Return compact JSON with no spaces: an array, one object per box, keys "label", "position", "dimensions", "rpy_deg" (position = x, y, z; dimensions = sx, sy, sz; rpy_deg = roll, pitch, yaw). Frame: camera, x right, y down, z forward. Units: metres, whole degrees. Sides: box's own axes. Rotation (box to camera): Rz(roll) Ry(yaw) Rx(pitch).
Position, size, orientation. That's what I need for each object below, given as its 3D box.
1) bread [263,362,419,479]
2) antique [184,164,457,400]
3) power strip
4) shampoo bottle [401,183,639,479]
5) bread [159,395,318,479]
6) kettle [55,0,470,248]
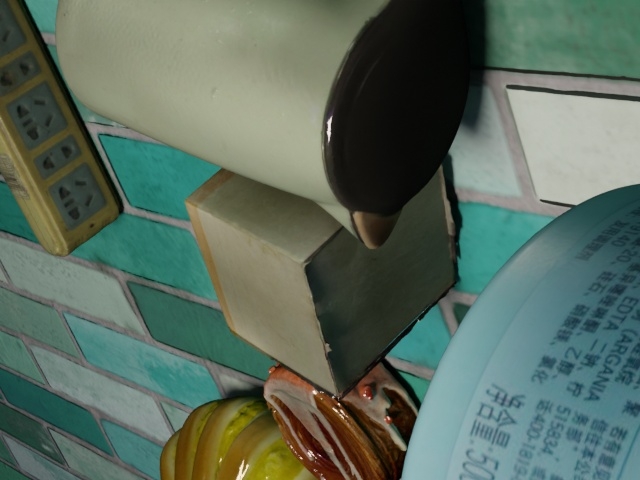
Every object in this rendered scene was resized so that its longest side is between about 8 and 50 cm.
[{"label":"bread","position":[0.022,0.161,1.169],"dimensions":[0.160,0.073,0.160],"rpy_deg":[38,151,26]},{"label":"antique","position":[0.000,0.000,0.939],"dimensions":[0.148,0.147,0.152],"rpy_deg":[27,147,34]},{"label":"power strip","position":[-0.308,-0.163,1.246],"dimensions":[0.066,0.092,0.387],"rpy_deg":[9,131,49]},{"label":"shampoo bottle","position":[0.254,0.155,0.575],"dimensions":[0.343,0.331,0.331],"rpy_deg":[17,136,48]},{"label":"bread","position":[-0.061,0.311,1.360],"dimensions":[0.333,0.160,0.333],"rpy_deg":[35,145,29]},{"label":"kettle","position":[-0.030,-0.146,0.834],"dimensions":[0.255,0.165,0.240],"rpy_deg":[26,113,37]}]
